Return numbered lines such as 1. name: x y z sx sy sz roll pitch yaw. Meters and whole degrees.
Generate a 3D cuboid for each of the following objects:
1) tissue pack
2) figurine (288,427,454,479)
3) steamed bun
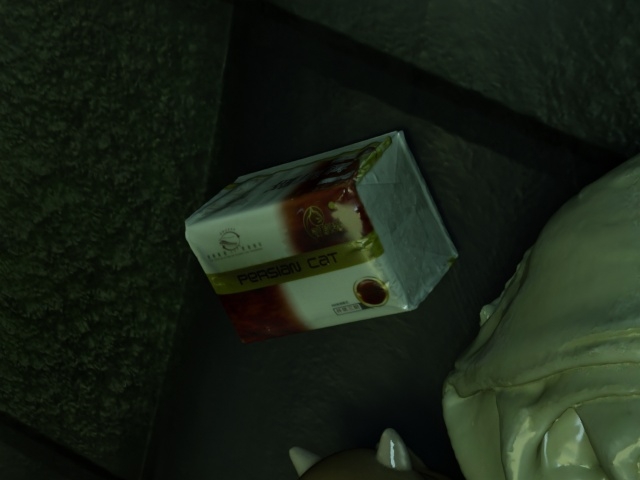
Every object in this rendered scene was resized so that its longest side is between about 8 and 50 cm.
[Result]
1. tissue pack: 0.000 0.001 1.108 0.149 0.099 0.106 -15 109 35
2. figurine: 0.030 0.263 1.153 0.173 0.247 0.177 36 162 -36
3. steamed bun: 0.220 0.125 0.971 0.310 0.219 0.324 48 130 -1
